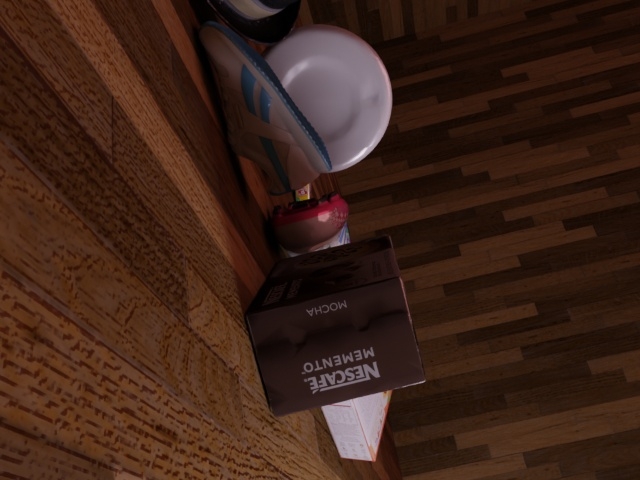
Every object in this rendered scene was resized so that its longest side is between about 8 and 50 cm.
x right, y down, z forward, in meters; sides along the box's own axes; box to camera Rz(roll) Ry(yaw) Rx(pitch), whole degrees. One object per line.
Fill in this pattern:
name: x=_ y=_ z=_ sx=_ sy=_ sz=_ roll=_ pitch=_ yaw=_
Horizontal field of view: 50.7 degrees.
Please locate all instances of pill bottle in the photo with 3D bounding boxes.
pill bottle: x=0.002 y=-0.260 z=1.186 sx=0.392 sy=0.224 sz=0.224 roll=-87 pitch=162 yaw=-74

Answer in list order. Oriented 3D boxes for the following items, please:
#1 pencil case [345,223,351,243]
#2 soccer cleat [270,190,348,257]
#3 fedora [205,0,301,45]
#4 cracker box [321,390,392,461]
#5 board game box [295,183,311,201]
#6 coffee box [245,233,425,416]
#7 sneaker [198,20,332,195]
pencil case: x=0.063 y=0.013 z=2.008 sx=0.070 sy=0.065 sz=0.151 roll=123 pitch=-45 yaw=-75
soccer cleat: x=0.000 y=0.000 z=1.076 sx=0.331 sy=0.116 sz=0.143 roll=-48 pitch=123 yaw=-84
fedora: x=-0.059 y=-0.419 z=0.841 sx=0.334 sy=0.153 sz=0.333 roll=-6 pitch=90 yaw=-65
cracker box: x=0.054 y=0.226 z=1.101 sx=0.155 sy=0.067 sz=0.232 roll=-66 pitch=149 yaw=-46
board game box: x=-0.035 y=-0.179 z=1.459 sx=0.259 sy=0.039 sz=0.124 roll=-93 pitch=180 yaw=-64
coffee box: x=0.023 y=0.087 z=0.827 sx=0.297 sy=0.168 sz=0.118 roll=-68 pitch=144 yaw=-80
sneaker: x=-0.082 y=-0.157 z=0.818 sx=0.228 sy=0.092 sz=0.087 roll=55 pitch=13 yaw=-14
